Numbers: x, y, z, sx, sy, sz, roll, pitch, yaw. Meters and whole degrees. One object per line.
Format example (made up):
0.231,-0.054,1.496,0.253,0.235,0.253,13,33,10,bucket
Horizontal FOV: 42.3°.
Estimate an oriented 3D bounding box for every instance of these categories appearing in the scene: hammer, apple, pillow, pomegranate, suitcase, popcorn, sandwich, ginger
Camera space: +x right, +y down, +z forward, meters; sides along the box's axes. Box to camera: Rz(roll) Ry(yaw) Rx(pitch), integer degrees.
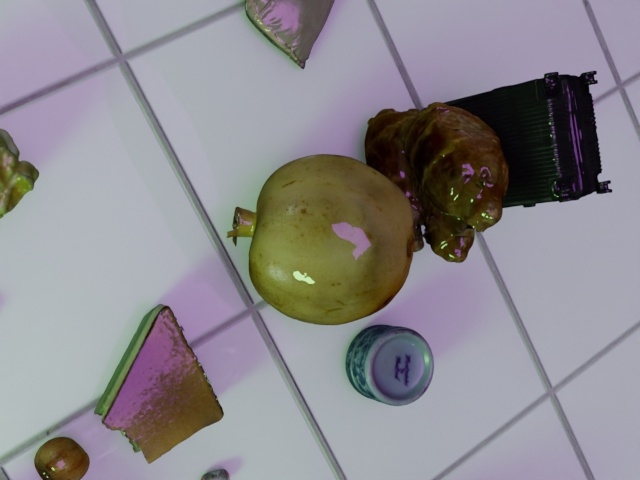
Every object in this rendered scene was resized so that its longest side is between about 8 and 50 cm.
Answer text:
-0.184,0.450,1.475,0.052,0.031,0.083,-12,104,-20,hammer
-0.420,0.359,1.346,0.084,0.084,0.071,57,44,-13,apple
-0.027,-0.476,1.534,0.173,0.067,0.270,37,76,-24,pillow
0.000,0.000,1.423,0.319,0.319,0.319,0,89,-24,pomegranate
0.350,-0.174,1.544,0.152,0.335,0.229,-10,93,-38,suitcase
-0.535,-0.107,1.241,0.167,0.187,0.185,-39,132,-2,popcorn
-0.292,0.240,1.384,0.186,0.108,0.220,-28,102,-22,sandwich
0.201,-0.106,1.488,0.152,0.357,0.274,6,94,-36,ginger

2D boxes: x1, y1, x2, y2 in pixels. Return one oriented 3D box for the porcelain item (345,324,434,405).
0.128,0.233,1.564,0.147,0.114,0.147,0,89,-22,porcelain item
